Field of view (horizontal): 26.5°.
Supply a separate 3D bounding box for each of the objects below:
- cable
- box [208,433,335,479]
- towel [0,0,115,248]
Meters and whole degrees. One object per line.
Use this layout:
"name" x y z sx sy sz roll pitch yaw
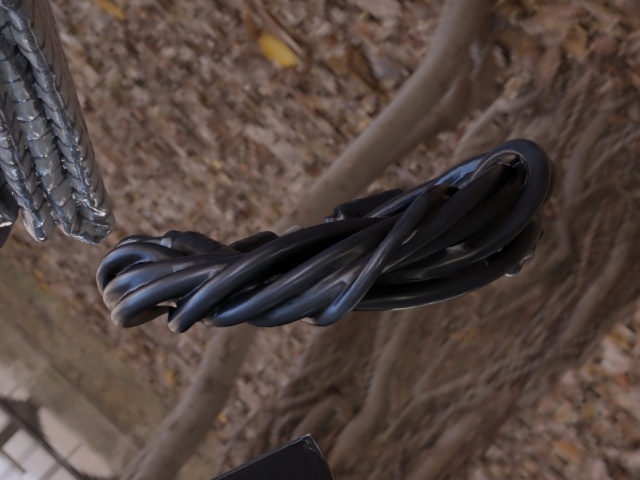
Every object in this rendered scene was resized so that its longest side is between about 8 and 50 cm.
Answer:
"cable" 0.000 0.000 0.445 0.184 0.150 0.047 -165 68 -86
"box" -0.071 0.276 0.567 0.293 0.295 0.073 62 164 15
"towel" -0.211 -0.140 0.706 0.283 0.121 0.235 86 166 -64
